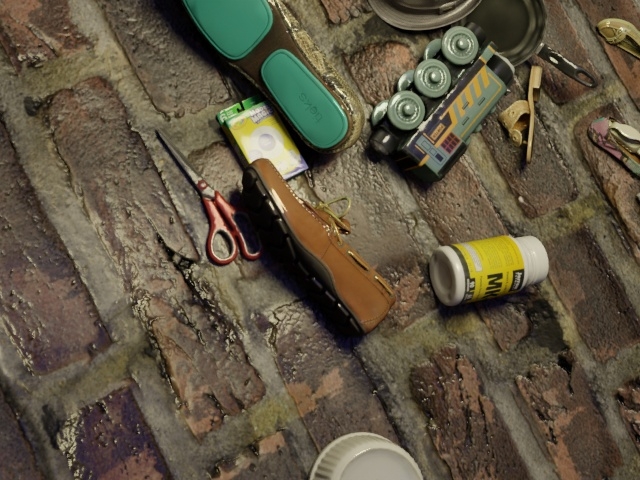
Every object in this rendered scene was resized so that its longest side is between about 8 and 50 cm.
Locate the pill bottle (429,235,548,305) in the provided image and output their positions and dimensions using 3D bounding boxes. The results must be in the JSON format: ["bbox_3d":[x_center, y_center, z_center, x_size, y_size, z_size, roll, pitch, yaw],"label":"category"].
[{"bbox_3d":[0.331,0.054,1.552,0.209,0.119,0.119,-10,82,-18],"label":"pill bottle"}]

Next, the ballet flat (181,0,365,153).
[{"bbox_3d":[-0.090,-0.371,1.499,0.482,0.164,0.182,49,26,-6],"label":"ballet flat"}]

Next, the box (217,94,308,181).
[{"bbox_3d":[-0.112,-0.189,1.510,0.105,0.043,0.179,-30,87,-21],"label":"box"}]

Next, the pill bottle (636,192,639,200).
[{"bbox_3d":[0.745,-0.061,1.732,0.065,0.065,0.116,-29,87,-20],"label":"pill bottle"}]

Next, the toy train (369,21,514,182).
[{"bbox_3d":[0.246,-0.275,1.579,0.190,0.142,0.334,42,79,-11],"label":"toy train"}]

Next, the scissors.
[{"bbox_3d":[-0.202,-0.091,1.476,0.109,0.021,0.297,-23,85,-18],"label":"scissors"}]

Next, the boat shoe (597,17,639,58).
[{"bbox_3d":[0.701,-0.459,1.810,0.153,0.056,0.048,22,68,-19],"label":"boat shoe"}]

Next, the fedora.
[{"bbox_3d":[0.215,-0.553,1.578,0.276,0.124,0.243,-8,97,8],"label":"fedora"}]

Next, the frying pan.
[{"bbox_3d":[0.437,-0.447,1.656,0.326,0.053,0.197,11,106,5],"label":"frying pan"}]

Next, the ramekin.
[{"bbox_3d":[0.088,0.446,1.399,0.207,0.109,0.207,4,78,-17],"label":"ramekin"}]

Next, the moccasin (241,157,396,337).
[{"bbox_3d":[0.001,-0.001,1.450,0.380,0.139,0.147,48,64,-5],"label":"moccasin"}]

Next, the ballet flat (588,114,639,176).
[{"bbox_3d":[0.694,-0.202,1.739,0.222,0.079,0.076,33,70,-8],"label":"ballet flat"}]

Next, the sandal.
[{"bbox_3d":[0.421,-0.268,1.685,0.079,0.088,0.239,6,66,16],"label":"sandal"}]
